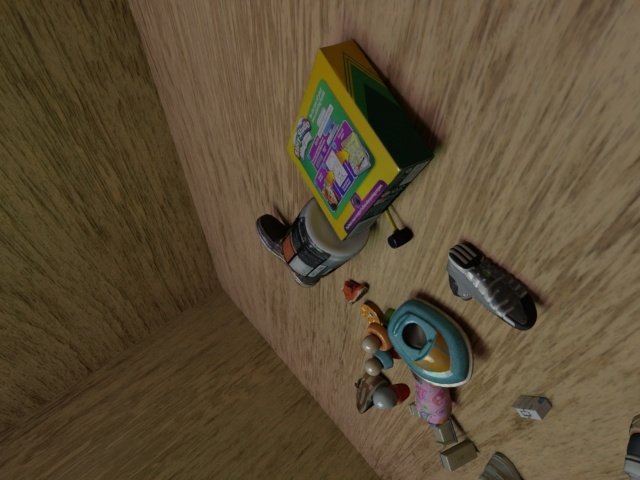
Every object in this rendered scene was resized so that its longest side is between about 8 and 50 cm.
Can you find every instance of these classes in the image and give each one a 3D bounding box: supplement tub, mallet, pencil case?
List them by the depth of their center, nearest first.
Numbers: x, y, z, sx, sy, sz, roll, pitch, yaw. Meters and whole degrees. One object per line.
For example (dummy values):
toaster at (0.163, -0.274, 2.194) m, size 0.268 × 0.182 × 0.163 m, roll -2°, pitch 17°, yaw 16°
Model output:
mallet at (0.182, -0.075, 1.053) m, size 0.039 × 0.062 × 0.190 m, roll -28°, pitch 81°, yaw 66°
supplement tub at (0.000, 0.000, 1.257) m, size 0.207 × 0.207 × 0.338 m, roll 54°, pitch 156°, yaw 4°
pencil case at (0.350, 0.461, 1.289) m, size 0.124 × 0.124 × 0.284 m, roll 26°, pitch 141°, yaw 48°

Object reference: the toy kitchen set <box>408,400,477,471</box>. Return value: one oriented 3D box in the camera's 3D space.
toy kitchen set at (0.434, 0.683, 1.459) m, size 0.166 × 0.122 × 0.207 m, roll 142°, pitch 113°, yaw -66°

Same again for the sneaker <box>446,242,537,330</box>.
sneaker at (0.368, 0.118, 0.903) m, size 0.229 × 0.086 × 0.132 m, roll 54°, pitch 162°, yaw 29°

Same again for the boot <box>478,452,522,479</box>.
boot at (0.597, 0.816, 1.271) m, size 0.258 × 0.123 × 0.095 m, roll 54°, pitch 155°, yaw 4°

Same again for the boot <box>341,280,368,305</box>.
boot at (0.116, 0.176, 1.445) m, size 0.085 × 0.059 × 0.158 m, roll 56°, pitch 157°, yaw 11°

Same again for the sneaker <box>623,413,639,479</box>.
sneaker at (0.634, 0.402, 0.725) m, size 0.126 × 0.128 × 0.321 m, roll 10°, pitch 155°, yaw 46°

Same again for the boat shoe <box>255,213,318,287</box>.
boat shoe at (-0.112, 0.025, 1.616) m, size 0.355 × 0.132 × 0.130 m, roll 48°, pitch 146°, yaw -3°

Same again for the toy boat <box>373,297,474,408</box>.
toy boat at (0.262, 0.336, 1.114) m, size 0.267 × 0.148 × 0.319 m, roll 39°, pitch 109°, yaw 35°

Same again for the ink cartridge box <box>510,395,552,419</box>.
ink cartridge box at (0.523, 0.415, 1.006) m, size 0.028 × 0.048 × 0.083 m, roll 55°, pitch 156°, yaw 3°

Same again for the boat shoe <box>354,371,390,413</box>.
boat shoe at (0.216, 0.668, 1.808) m, size 0.120 × 0.122 × 0.324 m, roll 49°, pitch 147°, yaw 27°

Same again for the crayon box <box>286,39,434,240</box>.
crayon box at (0.064, -0.213, 0.965) m, size 0.313 × 0.106 × 0.363 m, roll 60°, pitch 156°, yaw 12°

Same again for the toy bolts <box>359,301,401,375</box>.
toy bolts at (0.186, 0.350, 1.404) m, size 0.218 × 0.158 × 0.229 m, roll 22°, pitch 139°, yaw 51°
